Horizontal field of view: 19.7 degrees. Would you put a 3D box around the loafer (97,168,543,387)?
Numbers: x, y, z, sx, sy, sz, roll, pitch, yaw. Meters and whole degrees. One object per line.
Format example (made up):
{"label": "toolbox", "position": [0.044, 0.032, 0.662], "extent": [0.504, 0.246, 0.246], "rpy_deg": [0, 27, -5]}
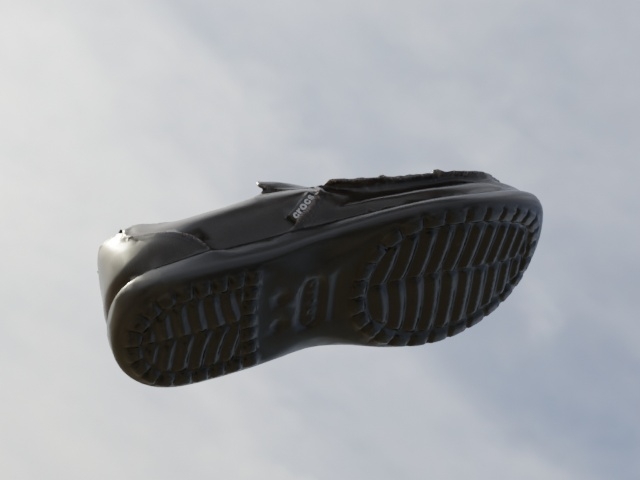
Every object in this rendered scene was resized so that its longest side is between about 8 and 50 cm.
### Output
{"label": "loafer", "position": [0.000, 0.000, 0.809], "extent": [0.078, 0.220, 0.080], "rpy_deg": [51, -42, 41]}
